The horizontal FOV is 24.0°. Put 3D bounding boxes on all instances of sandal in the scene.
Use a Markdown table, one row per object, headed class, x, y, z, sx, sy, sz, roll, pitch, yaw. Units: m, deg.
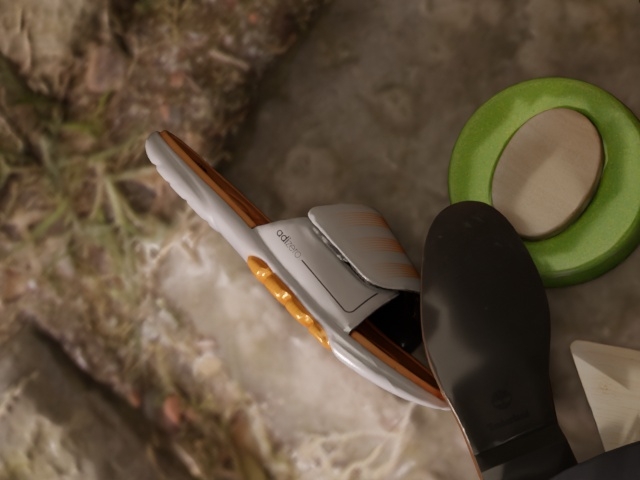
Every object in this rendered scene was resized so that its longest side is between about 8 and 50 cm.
| class | x | y | z | sx | sy | sz | roll | pitch | yaw |
| --- | --- | --- | --- | --- | --- | --- | --- | --- | --- |
| sandal | -0.004 | -0.002 | 0.928 | 0.265 | 0.102 | 0.076 | 44 | 97 | 20 |

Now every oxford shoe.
| class | x | y | z | sx | sy | sz | roll | pitch | yaw |
| --- | --- | --- | --- | --- | --- | --- | --- | --- | --- |
| oxford shoe | 0.103 | 0.083 | 0.892 | 0.076 | 0.076 | 0.212 | -12 | 83 | -1 |

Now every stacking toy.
| class | x | y | z | sx | sy | sz | roll | pitch | yaw |
| --- | --- | --- | --- | --- | --- | --- | --- | --- | --- |
| stacking toy | 0.219 | -0.032 | 0.853 | 0.279 | 0.130 | 0.309 | -31 | 73 | 9 |

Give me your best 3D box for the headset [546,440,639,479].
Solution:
| class | x | y | z | sx | sy | sz | roll | pitch | yaw |
| --- | --- | --- | --- | --- | --- | --- | --- | --- | --- |
| headset | 0.289 | 0.123 | 0.768 | 0.394 | 0.243 | 0.185 | -4 | 61 | 0 |
